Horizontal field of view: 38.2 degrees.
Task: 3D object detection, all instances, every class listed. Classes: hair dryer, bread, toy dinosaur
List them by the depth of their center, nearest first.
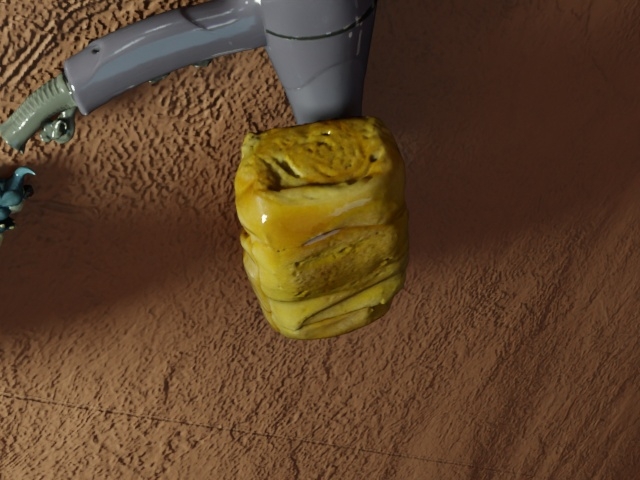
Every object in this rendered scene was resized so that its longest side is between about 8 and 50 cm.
[{"bbox_3d":[-0.292,-0.035,0.847,0.047,0.030,0.083,11,117,-41],"label":"toy dinosaur"},{"bbox_3d":[-0.115,-0.149,0.855,0.361,0.121,0.301,-19,142,-9],"label":"hair dryer"},{"bbox_3d":[0.000,0.000,0.954,0.167,0.132,0.294,-19,151,-9],"label":"bread"}]
